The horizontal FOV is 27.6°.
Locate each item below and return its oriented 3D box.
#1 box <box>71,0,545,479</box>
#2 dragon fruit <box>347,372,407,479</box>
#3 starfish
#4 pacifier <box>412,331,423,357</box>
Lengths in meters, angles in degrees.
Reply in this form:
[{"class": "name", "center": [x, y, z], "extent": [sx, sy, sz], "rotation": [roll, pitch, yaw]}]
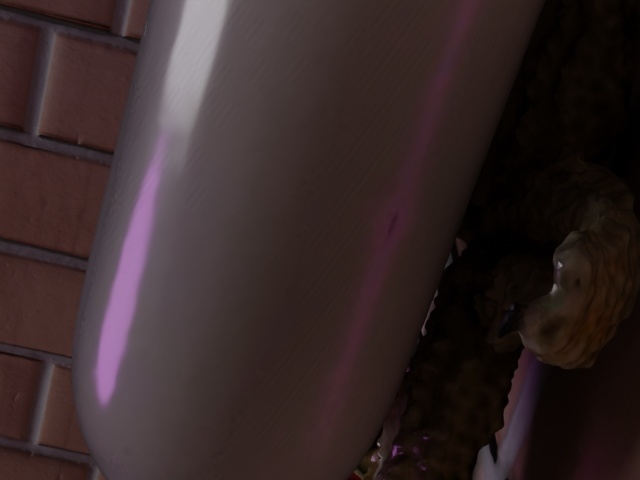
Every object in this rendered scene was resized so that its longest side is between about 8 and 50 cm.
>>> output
[{"class": "box", "center": [0.000, -0.067, 0.561], "extent": [0.288, 0.141, 0.349], "rotation": [-74, 2, -67]}, {"class": "dragon fruit", "center": [0.046, 0.125, 0.780], "extent": [0.106, 0.083, 0.162], "rotation": [-126, 14, -60]}, {"class": "starfish", "center": [0.088, 0.006, 0.563], "extent": [0.324, 0.082, 0.432], "rotation": [117, 173, -61]}, {"class": "pacifier", "center": [0.016, 0.074, 0.912], "extent": [0.127, 0.117, 0.150], "rotation": [-38, -67, -70]}]
